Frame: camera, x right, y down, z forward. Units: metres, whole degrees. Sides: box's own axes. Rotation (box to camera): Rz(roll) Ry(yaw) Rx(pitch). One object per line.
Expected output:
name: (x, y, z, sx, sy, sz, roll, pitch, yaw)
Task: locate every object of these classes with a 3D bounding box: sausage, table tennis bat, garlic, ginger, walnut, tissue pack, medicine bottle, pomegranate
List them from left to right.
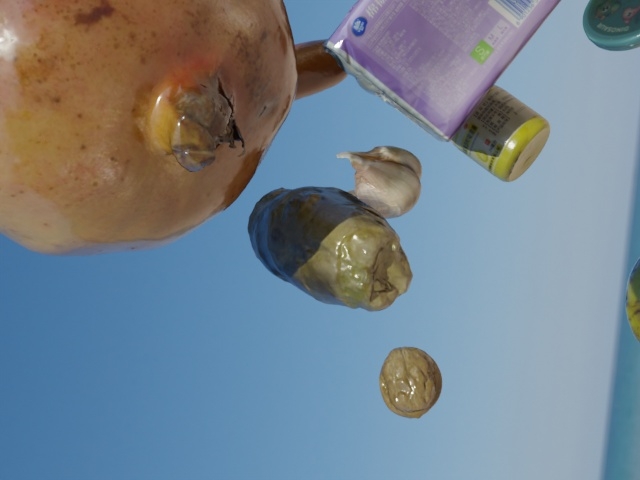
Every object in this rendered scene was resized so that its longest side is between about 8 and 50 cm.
pomegranate: (-0.169, -0.139, 1.047, 0.338, 0.338, 0.338, 6, -90, -77)
sausage: (-0.047, -0.272, 2.119, 0.098, 0.238, 0.098, 50, 153, 37)
ginger: (0.000, 0.000, 1.270, 0.263, 0.116, 0.109, -158, 75, -69)
garlic: (0.091, -0.090, 1.893, 0.174, 0.124, 0.099, -61, -27, -58)
walnut: (0.118, 0.186, 1.691, 0.079, 0.082, 0.096, 76, -177, -68)
tissue pack: (0.194, -0.343, 1.956, 0.338, 0.242, 0.160, -51, 3, 3)
medicine bottle: (0.255, -0.199, 2.096, 0.122, 0.212, 0.122, -44, -20, -21)
table tennis bat: (0.359, -0.282, 1.384, 0.033, 0.124, 0.201, 44, -103, -37)

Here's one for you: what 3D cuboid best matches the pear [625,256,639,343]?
pear: (0.654, 0.104, 2.187, 0.283, 0.283, 0.283, 6, -90, -77)
